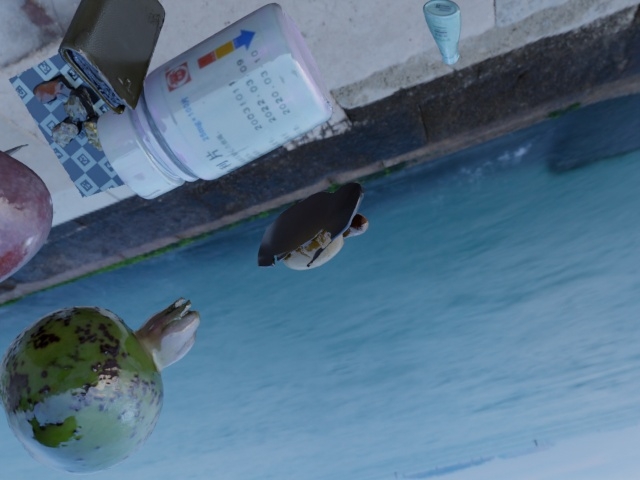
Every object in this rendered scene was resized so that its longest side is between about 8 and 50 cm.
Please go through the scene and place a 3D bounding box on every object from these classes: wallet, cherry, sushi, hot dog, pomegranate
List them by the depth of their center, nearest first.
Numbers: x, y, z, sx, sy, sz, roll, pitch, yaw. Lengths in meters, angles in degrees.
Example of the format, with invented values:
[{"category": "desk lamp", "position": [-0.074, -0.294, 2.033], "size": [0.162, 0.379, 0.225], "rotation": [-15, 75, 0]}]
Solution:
[{"category": "wallet", "position": [-0.243, -0.253, 0.664], "size": [0.031, 0.197, 0.110], "rotation": [-10, 145, 18]}, {"category": "cherry", "position": [-0.531, -0.050, 0.821], "size": [0.236, 0.285, 0.212], "rotation": [28, 153, 2]}, {"category": "pomegranate", "position": [-0.355, 0.217, 0.948], "size": [0.341, 0.285, 0.285], "rotation": [-32, 164, -25]}, {"category": "sushi", "position": [-0.483, -0.218, 1.097], "size": [0.193, 0.043, 0.279], "rotation": [-14, 116, 20]}, {"category": "hot dog", "position": [0.000, -0.005, 1.294], "size": [0.107, 0.193, 0.326], "rotation": [28, 156, -35]}]

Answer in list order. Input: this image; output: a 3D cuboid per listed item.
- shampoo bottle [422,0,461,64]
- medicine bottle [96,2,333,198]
[{"category": "shampoo bottle", "position": [0.247, -0.405, 1.090], "size": [0.069, 0.041, 0.191], "rotation": [12, 175, 19]}, {"category": "medicine bottle", "position": [-0.143, -0.178, 0.753], "size": [0.293, 0.170, 0.170], "rotation": [-24, 154, 11]}]
